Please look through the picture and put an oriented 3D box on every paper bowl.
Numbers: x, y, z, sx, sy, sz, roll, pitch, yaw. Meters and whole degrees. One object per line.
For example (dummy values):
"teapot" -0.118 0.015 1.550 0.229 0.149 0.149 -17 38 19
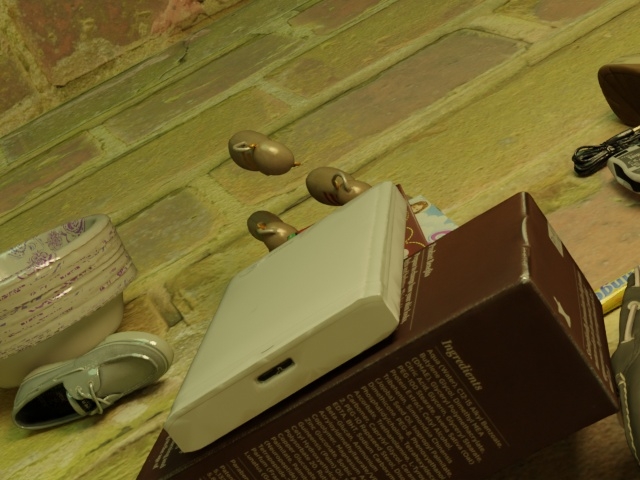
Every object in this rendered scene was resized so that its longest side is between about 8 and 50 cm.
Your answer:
"paper bowl" -0.377 0.089 1.527 0.284 0.148 0.284 -24 14 7

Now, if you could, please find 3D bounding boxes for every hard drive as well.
"hard drive" -0.018 0.053 1.008 0.203 0.040 0.307 -32 13 15

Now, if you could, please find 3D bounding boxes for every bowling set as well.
"bowling set" 0.000 0.000 1.389 0.199 0.287 0.154 -71 20 4

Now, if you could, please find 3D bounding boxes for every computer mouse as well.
"computer mouse" 0.364 -0.083 1.315 0.106 0.042 0.193 -20 19 1

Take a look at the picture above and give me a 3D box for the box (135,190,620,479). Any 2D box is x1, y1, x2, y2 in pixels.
"box" 0.044 0.131 0.962 0.381 0.143 0.191 -33 13 21

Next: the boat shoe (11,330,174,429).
"boat shoe" -0.276 0.178 1.378 0.228 0.079 0.081 -21 31 25

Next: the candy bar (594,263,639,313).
"candy bar" 0.313 0.039 1.145 0.162 0.018 0.040 -30 25 -7

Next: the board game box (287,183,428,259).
"board game box" 0.045 0.032 1.190 0.145 0.027 0.281 -24 25 4

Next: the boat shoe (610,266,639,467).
"boat shoe" 0.289 0.102 0.949 0.095 0.112 0.335 -29 13 35

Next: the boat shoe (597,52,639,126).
"boat shoe" 0.456 -0.185 1.329 0.110 0.121 0.341 -32 23 -11

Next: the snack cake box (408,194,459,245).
"snack cake box" 0.104 0.056 1.228 0.152 0.089 0.264 -29 25 -5
